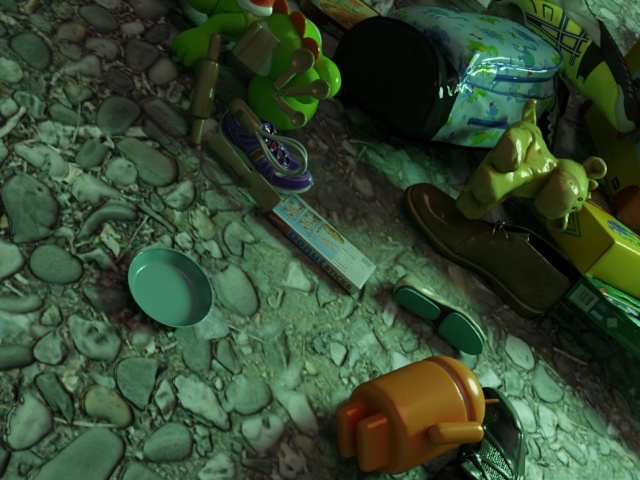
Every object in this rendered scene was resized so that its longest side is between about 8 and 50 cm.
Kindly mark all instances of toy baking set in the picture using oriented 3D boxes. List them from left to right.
[{"bbox_3d":[-0.096,-0.182,1.527,0.196,0.256,0.030,17,4,14],"label":"toy baking set"}]

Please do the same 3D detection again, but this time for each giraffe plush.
[{"bbox_3d":[0.336,-0.093,1.659,0.170,0.181,0.210,36,53,3],"label":"giraffe plush"}]

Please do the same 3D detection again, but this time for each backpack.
[{"bbox_3d":[0.241,-0.270,1.815,0.355,0.273,0.290,20,17,-41],"label":"backpack"}]

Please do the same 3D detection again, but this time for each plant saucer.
[{"bbox_3d":[-0.195,0.064,1.372,0.119,0.021,0.119,21,47,-24],"label":"plant saucer"}]

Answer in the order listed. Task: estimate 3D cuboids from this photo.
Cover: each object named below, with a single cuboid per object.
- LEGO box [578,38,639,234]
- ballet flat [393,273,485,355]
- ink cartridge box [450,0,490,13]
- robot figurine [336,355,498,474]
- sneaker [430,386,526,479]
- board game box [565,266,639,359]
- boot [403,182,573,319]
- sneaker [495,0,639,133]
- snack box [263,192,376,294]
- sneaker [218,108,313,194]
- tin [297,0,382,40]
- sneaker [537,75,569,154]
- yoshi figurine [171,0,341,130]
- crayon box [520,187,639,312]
[{"bbox_3d":[0.688,-0.233,1.927,0.193,0.372,0.500,33,27,-13],"label":"LEGO box"},{"bbox_3d":[0.184,0.106,1.606,0.168,0.057,0.052,38,33,-7],"label":"ballet flat"},{"bbox_3d":[0.301,-0.526,2.185,0.104,0.061,0.181,36,43,-8],"label":"ink cartridge box"},{"bbox_3d":[0.125,0.227,1.396,0.219,0.158,0.128,-17,76,-33],"label":"robot figurine"},{"bbox_3d":[0.210,0.292,1.452,0.130,0.087,0.228,24,51,-30],"label":"sneaker"},{"bbox_3d":[0.551,0.154,1.776,0.317,0.046,0.213,41,20,6],"label":"board game box"},{"bbox_3d":[0.273,-0.008,1.719,0.305,0.115,0.112,38,45,-5],"label":"boot"},{"bbox_3d":[0.454,-0.339,1.938,0.145,0.147,0.385,38,25,-60],"label":"sneaker"},{"bbox_3d":[0.000,0.000,1.570,0.178,0.022,0.064,42,42,-2],"label":"snack box"},{"bbox_3d":[-0.079,-0.134,1.570,0.170,0.071,0.068,40,45,5],"label":"sneaker"},{"bbox_3d":[0.043,-0.402,1.911,0.189,0.040,0.106,34,47,-11],"label":"tin"},{"bbox_3d":[0.429,-0.251,2.023,0.106,0.078,0.234,8,72,-35],"label":"sneaker"},{"bbox_3d":[-0.108,-0.304,1.659,0.362,0.203,0.203,51,0,28],"label":"yoshi figurine"},{"bbox_3d":[0.470,-0.003,1.787,0.202,0.081,0.318,23,25,-36],"label":"crayon box"}]
